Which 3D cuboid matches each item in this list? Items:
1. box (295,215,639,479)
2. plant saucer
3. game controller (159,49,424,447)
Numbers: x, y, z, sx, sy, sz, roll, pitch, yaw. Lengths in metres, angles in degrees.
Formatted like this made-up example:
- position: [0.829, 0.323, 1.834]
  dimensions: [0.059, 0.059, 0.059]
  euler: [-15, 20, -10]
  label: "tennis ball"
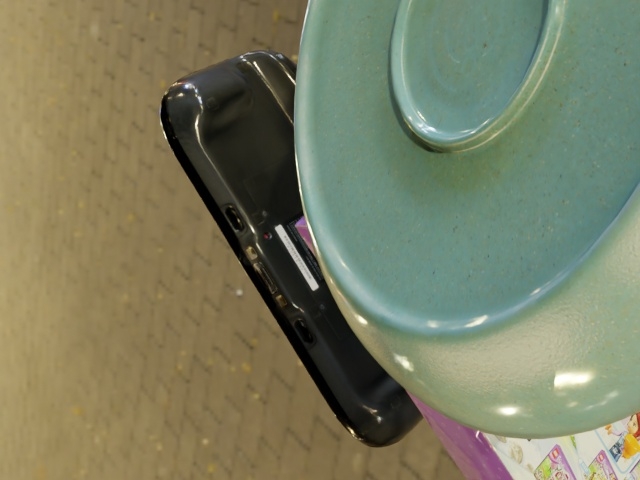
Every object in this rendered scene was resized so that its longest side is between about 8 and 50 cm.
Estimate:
- position: [0.139, 0.042, 0.729]
  dimensions: [0.057, 0.201, 0.293]
  euler: [2, 130, 57]
  label: "box"
- position: [0.072, -0.083, 0.483]
  dimensions: [0.317, 0.043, 0.318]
  euler: [-23, 62, 53]
  label: "plant saucer"
- position: [0.000, 0.000, 0.941]
  dimensions: [0.067, 0.166, 0.319]
  euler: [-30, 92, 46]
  label: "game controller"
